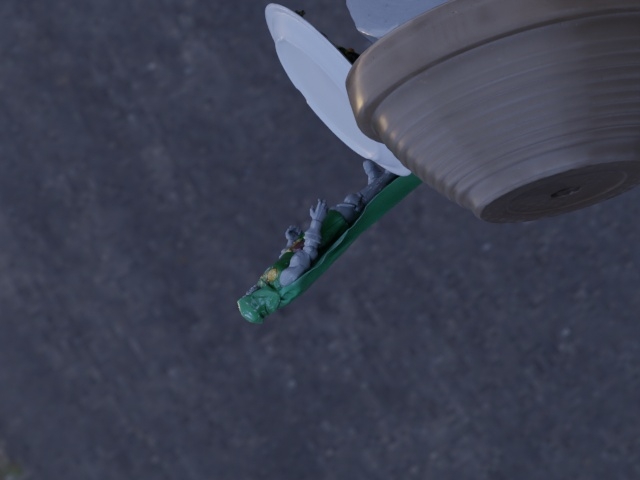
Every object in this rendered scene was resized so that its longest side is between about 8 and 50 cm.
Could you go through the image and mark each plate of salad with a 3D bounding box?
[{"bbox_3d":[0.023,-0.141,1.752,0.200,0.048,0.200,48,171,10],"label":"plate of salad"}]

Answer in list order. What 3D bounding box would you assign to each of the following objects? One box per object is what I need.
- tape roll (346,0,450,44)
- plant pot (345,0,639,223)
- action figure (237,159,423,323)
[{"bbox_3d":[0.121,-0.207,1.348,0.072,0.219,0.219,42,157,-29],"label":"tape roll"},{"bbox_3d":[0.142,-0.081,1.232,0.237,0.237,0.110,-38,62,57],"label":"plant pot"},{"bbox_3d":[0.000,0.000,1.894,0.063,0.232,0.137,46,150,-3],"label":"action figure"}]
